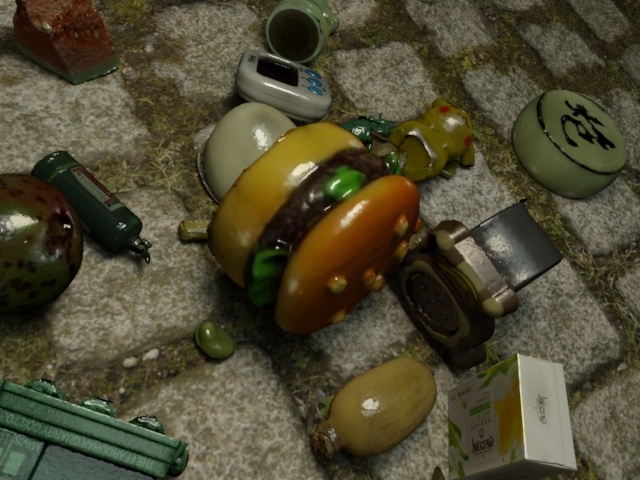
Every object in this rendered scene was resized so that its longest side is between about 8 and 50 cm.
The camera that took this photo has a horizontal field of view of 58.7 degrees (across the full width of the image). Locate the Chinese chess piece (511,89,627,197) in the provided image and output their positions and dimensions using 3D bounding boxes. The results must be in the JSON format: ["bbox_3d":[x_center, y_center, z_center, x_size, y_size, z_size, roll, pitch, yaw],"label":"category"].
[{"bbox_3d":[0.759,-0.299,1.732,0.350,0.146,0.349,11,58,-17],"label":"Chinese chess piece"}]

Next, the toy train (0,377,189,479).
[{"bbox_3d":[-0.379,0.334,0.889,0.330,0.138,0.178,24,64,-11],"label":"toy train"}]

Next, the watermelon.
[{"bbox_3d":[-0.551,-0.470,1.220,0.193,0.256,0.139,-29,74,-26],"label":"watermelon"}]

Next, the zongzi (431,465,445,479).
[{"bbox_3d":[0.192,0.519,1.046,0.160,0.078,0.176,-2,53,-28],"label":"zongzi"}]

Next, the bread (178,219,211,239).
[{"bbox_3d":[-0.257,-0.021,1.207,0.088,0.033,0.049,-3,48,-29],"label":"bread"}]

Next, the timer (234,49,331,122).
[{"bbox_3d":[-0.094,-0.385,1.420,0.237,0.087,0.262,16,30,-12],"label":"timer"}]

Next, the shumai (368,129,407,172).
[{"bbox_3d":[0.118,-0.162,1.332,0.206,0.175,0.166,28,20,-45],"label":"shumai"}]

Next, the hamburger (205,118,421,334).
[{"bbox_3d":[0.000,0.000,1.088,0.277,0.395,0.396,42,53,19],"label":"hamburger"}]

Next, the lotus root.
[{"bbox_3d":[0.120,0.320,1.098,0.303,0.131,0.146,-23,71,-32],"label":"lotus root"}]

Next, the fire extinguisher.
[{"bbox_3d":[-0.427,-0.052,1.119,0.294,0.118,0.093,42,89,5],"label":"fire extinguisher"}]

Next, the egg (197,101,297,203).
[{"bbox_3d":[-0.124,-0.185,1.277,0.264,0.174,0.286,-31,79,-30],"label":"egg"}]

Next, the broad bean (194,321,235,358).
[{"bbox_3d":[-0.204,0.194,1.096,0.083,0.045,0.063,41,42,-5],"label":"broad bean"}]

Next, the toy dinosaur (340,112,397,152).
[{"bbox_3d":[0.081,-0.260,1.464,0.292,0.079,0.120,-29,58,-29],"label":"toy dinosaur"}]

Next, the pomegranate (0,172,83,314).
[{"bbox_3d":[-0.562,0.016,0.956,0.306,0.242,0.242,-13,65,-6],"label":"pomegranate"}]

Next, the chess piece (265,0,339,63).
[{"bbox_3d":[-0.038,-0.631,1.614,0.176,0.175,0.298,26,41,-6],"label":"chess piece"}]

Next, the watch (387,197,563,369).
[{"bbox_3d":[0.367,0.059,1.238,0.327,0.335,0.314,-28,74,-23],"label":"watch"}]

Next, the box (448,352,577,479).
[{"bbox_3d":[0.355,0.355,1.097,0.111,0.260,0.194,16,55,-14],"label":"box"}]

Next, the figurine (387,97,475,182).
[{"bbox_3d":[0.307,-0.255,1.507,0.327,0.169,0.218,-34,93,-32],"label":"figurine"}]
